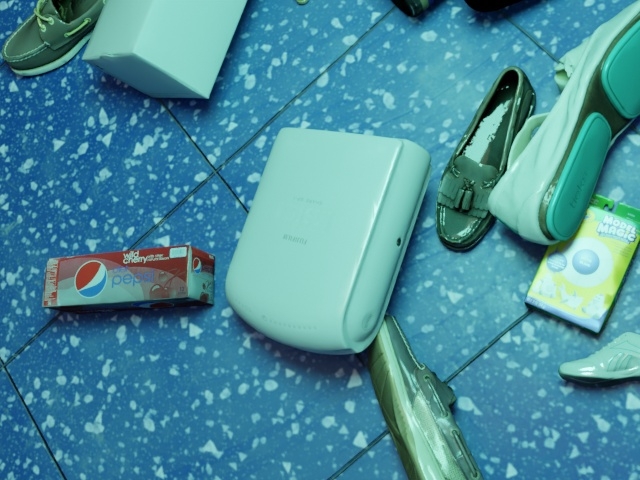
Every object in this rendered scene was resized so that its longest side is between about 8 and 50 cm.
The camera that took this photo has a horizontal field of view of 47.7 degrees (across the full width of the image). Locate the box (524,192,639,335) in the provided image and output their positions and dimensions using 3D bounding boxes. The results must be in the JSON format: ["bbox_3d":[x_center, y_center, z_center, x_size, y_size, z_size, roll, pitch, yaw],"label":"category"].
[{"bbox_3d":[0.356,0.024,0.962,0.105,0.043,0.179,23,84,22],"label":"box"}]

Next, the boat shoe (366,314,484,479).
[{"bbox_3d":[0.137,0.224,0.963,0.092,0.103,0.285,-12,56,-12],"label":"boat shoe"}]

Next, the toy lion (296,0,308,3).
[{"bbox_3d":[-0.044,-0.458,1.222,0.100,0.034,0.096,29,80,22],"label":"toy lion"}]

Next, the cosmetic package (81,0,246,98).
[{"bbox_3d":[-0.222,-0.427,1.174,0.197,0.155,0.366,15,83,48],"label":"cosmetic package"}]

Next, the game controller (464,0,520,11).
[{"bbox_3d":[0.333,-0.445,1.010,0.319,0.067,0.167,-21,110,2],"label":"game controller"}]

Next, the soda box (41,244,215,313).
[{"bbox_3d":[-0.303,0.065,1.148,0.263,0.092,0.084,-5,76,17],"label":"soda box"}]

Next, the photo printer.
[{"bbox_3d":[0.000,0.000,1.024,0.256,0.107,0.308,14,82,41],"label":"photo printer"}]

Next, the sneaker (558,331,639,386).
[{"bbox_3d":[0.380,0.152,0.922,0.152,0.054,0.061,-8,66,11],"label":"sneaker"}]

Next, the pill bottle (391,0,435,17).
[{"bbox_3d":[0.187,-0.454,1.090,0.219,0.123,0.123,-40,68,7],"label":"pill bottle"}]

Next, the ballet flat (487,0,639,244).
[{"bbox_3d":[0.347,-0.178,0.966,0.139,0.139,0.400,29,79,22],"label":"ballet flat"}]

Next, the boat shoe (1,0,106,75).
[{"bbox_3d":[-0.456,-0.412,1.313,0.324,0.096,0.117,-25,71,12],"label":"boat shoe"}]

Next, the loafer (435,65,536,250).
[{"bbox_3d":[0.224,-0.120,1.017,0.096,0.084,0.268,20,84,22],"label":"loafer"}]
